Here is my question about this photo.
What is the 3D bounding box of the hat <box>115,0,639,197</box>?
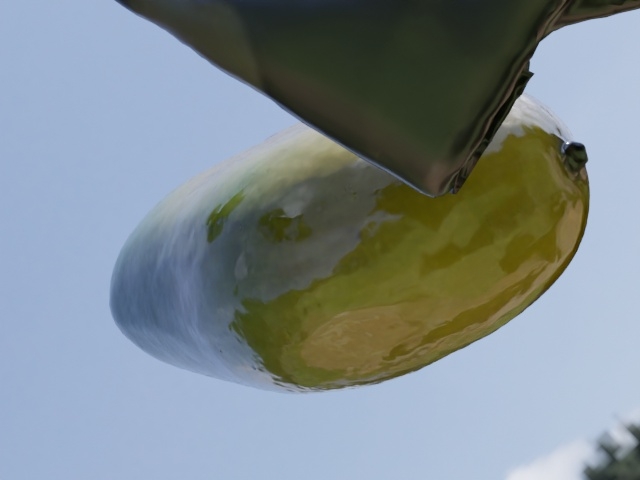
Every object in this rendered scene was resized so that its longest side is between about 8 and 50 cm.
[{"bbox_3d":[0.074,-0.222,0.446,0.382,0.257,0.366,-30,-39,-32],"label":"hat"}]

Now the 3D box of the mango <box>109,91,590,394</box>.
[{"bbox_3d":[0.007,-0.003,0.711,0.137,0.091,0.237,-26,10,-20],"label":"mango"}]
